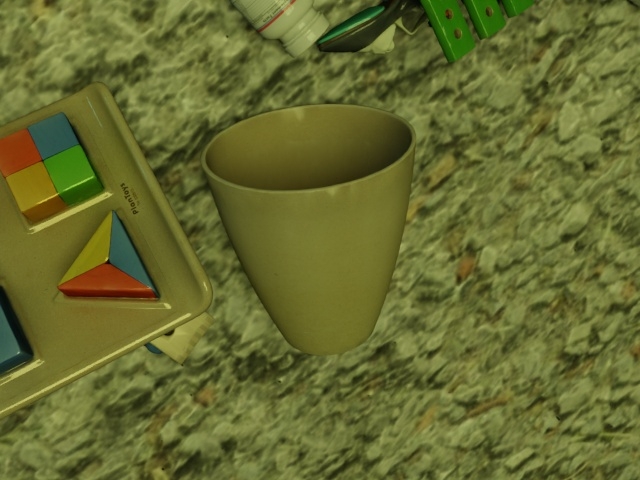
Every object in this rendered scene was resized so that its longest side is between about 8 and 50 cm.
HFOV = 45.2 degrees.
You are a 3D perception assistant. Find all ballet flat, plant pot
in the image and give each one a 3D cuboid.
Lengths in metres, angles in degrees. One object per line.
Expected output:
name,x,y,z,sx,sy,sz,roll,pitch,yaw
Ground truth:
ballet flat,0.092,-0.292,1.014,0.203,0.074,0.074,-38,109,-7
plant pot,0.000,0.000,0.978,0.256,0.256,0.274,-14,121,-12

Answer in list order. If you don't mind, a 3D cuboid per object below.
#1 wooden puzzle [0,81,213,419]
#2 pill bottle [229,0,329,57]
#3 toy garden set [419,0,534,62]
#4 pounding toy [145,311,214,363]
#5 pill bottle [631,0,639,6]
wooden puzzle,-0.344,0.011,0.884,0.347,0.080,0.322,-28,79,-6
pill bottle,-0.065,-0.310,0.956,0.087,0.087,0.160,-46,110,-2
toy garden set,0.191,-0.373,0.998,0.244,0.049,0.204,-39,110,-29
pounding toy,-0.234,0.092,0.985,0.141,0.130,0.100,40,77,-19
pill bottle,0.504,-0.416,1.086,0.094,0.094,0.169,32,92,-19
